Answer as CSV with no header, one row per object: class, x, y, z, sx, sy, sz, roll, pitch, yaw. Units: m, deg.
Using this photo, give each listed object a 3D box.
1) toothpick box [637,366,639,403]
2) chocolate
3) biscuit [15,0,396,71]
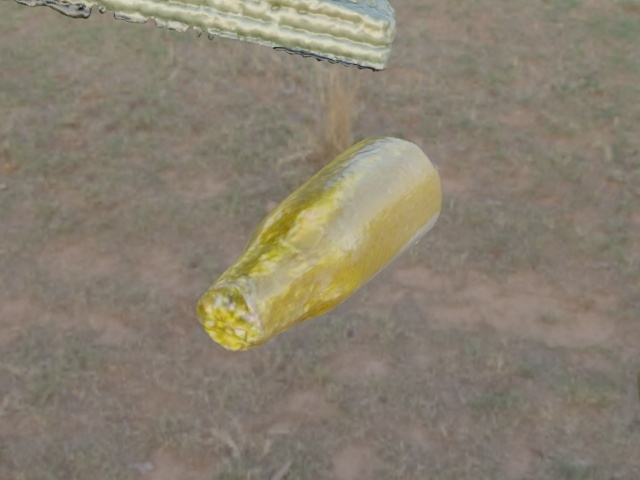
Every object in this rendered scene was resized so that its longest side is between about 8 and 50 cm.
toothpick box,0.380,0.139,0.809,0.187,0.308,0.190,-3,74,-1
chocolate,0.000,0.000,0.584,0.085,0.086,0.219,15,25,22
biscuit,-0.076,-0.155,0.617,0.252,0.052,0.150,14,17,2
